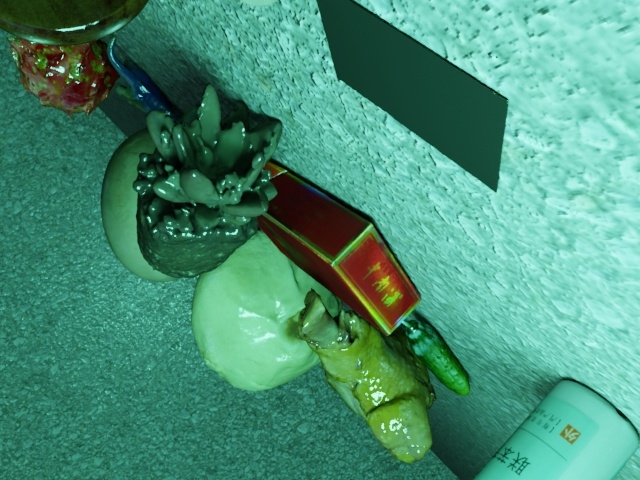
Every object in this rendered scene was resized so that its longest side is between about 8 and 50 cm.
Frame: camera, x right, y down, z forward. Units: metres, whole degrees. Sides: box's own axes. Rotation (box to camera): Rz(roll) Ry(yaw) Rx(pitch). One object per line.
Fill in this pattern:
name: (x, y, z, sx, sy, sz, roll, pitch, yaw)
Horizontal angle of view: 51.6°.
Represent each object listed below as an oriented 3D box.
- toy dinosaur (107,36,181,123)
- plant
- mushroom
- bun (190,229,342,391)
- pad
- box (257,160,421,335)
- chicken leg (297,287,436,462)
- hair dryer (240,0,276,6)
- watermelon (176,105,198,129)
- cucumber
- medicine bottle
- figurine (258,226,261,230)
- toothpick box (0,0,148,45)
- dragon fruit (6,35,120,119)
toy dinosaur: (-0.345, -0.304, 1.387, 0.188, 0.075, 0.248, 28, 157, 31)
plant: (-0.173, -0.067, 0.965, 0.194, 0.181, 0.321, 70, 153, 22)
mushroom: (-0.332, -0.083, 1.516, 0.294, 0.363, 0.362, 3, 164, 3)
bun: (-0.096, 0.160, 1.455, 0.202, 0.364, 0.364, 8, 144, 53)
pad: (0.068, -0.121, 0.524, 0.190, 0.004, 0.127, 42, 170, 23)
box: (0.000, 0.000, 1.058, 0.313, 0.089, 0.197, 34, 168, 46)
chicken leg: (0.090, 0.229, 1.129, 0.409, 0.182, 0.295, 52, -171, -47)
hair dryer: (-0.099, -0.277, 0.426, 0.220, 0.053, 0.195, 45, 171, 3)
watermelon: (-0.214, -0.107, 1.262, 0.201, 0.262, 0.213, 16, 164, 2)
cucumber: (0.200, 0.198, 1.157, 0.056, 0.056, 0.250, 33, 166, 52)
medicine bottle: (0.204, 0.319, 0.742, 0.110, 0.352, 0.110, 44, 170, 9)
figurine: (-0.220, 0.007, 1.758, 0.177, 0.173, 0.247, 48, 169, -20)
toothpick box: (-0.246, -0.301, 0.566, 0.192, 0.192, 0.294, 44, 165, 5)
dragon fruit: (-0.588, -0.400, 1.490, 0.210, 0.205, 0.268, 49, -171, 34)
